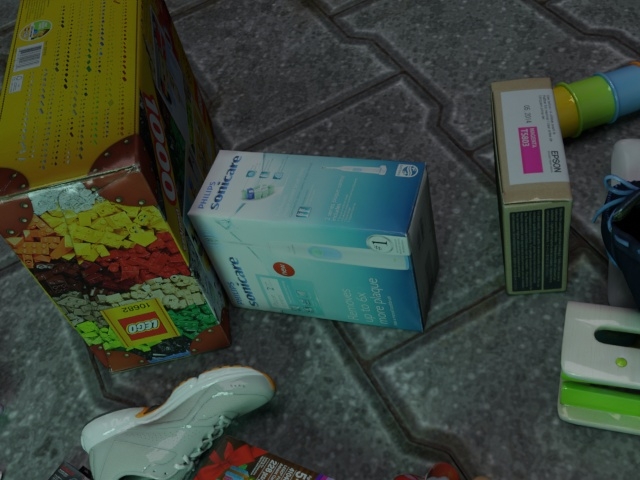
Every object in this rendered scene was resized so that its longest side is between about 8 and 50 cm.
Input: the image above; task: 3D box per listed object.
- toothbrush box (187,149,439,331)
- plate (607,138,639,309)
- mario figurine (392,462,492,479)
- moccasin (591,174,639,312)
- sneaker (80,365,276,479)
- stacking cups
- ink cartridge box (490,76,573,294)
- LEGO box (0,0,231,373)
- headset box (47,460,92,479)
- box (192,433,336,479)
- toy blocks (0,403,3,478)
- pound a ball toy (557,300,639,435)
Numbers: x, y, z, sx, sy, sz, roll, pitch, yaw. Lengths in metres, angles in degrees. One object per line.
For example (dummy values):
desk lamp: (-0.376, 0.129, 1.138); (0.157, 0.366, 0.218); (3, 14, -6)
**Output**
toothbrush box: (0.000, 0.000, 1.046); (0.295, 0.216, 0.126); (7, 53, 19)
plate: (0.533, -0.029, 1.017); (0.278, 0.045, 0.277); (4, 63, 18)
mario figurine: (0.193, 0.310, 0.747); (0.170, 0.198, 0.320); (-26, 33, -32)
moccasin: (0.396, -0.014, 0.862); (0.138, 0.117, 0.342); (-14, 21, 11)
sneaker: (-0.170, 0.254, 0.970); (0.262, 0.099, 0.121); (-24, 56, 4)
stacking cups: (0.474, -0.232, 1.214); (0.316, 0.096, 0.096); (-18, 49, -8)
ink cartridge box: (0.286, -0.075, 1.050); (0.088, 0.193, 0.235); (-4, 51, 12)
LEGO box: (-0.286, -0.125, 1.120); (0.193, 0.372, 0.500); (-13, 50, 3)
headset box: (-0.324, 0.328, 0.976); (0.062, 0.032, 0.083); (24, 62, 30)
box: (-0.091, 0.364, 0.816); (0.201, 0.057, 0.293); (17, 42, 19)
toy blocks: (-0.568, 0.215, 1.047); (0.260, 0.309, 0.288); (6, 58, -23)
pound a ball toy: (0.433, 0.122, 0.839); (0.319, 0.208, 0.136); (5, 53, 19)
